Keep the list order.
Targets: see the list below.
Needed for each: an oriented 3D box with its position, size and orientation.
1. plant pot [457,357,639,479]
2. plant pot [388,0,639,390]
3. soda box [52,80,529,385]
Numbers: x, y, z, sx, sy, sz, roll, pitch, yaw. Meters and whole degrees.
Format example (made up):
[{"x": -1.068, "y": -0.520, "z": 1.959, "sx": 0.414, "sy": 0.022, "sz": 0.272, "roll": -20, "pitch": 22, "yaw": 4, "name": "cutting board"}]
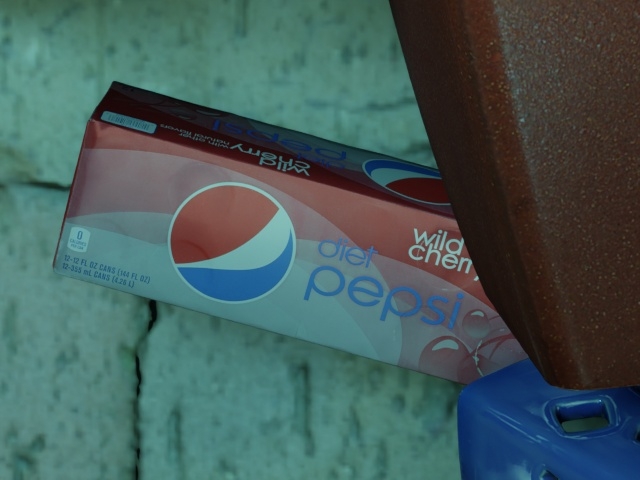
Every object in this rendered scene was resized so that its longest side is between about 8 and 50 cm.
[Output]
[{"x": 0.227, "y": 0.173, "z": 0.965, "sx": 0.236, "sy": 0.212, "sz": 0.236, "roll": -17, "pitch": 111, "yaw": -22, "name": "plant pot"}, {"x": 0.168, "y": -0.075, "z": 0.869, "sx": 0.267, "sy": 0.267, "sz": 0.235, "roll": -6, "pitch": 102, "yaw": -4, "name": "plant pot"}, {"x": 0.000, "y": 0.000, "z": 1.028, "sx": 0.263, "sy": 0.083, "sz": 0.092, "roll": 15, "pitch": 108, "yaw": -2, "name": "soda box"}]
